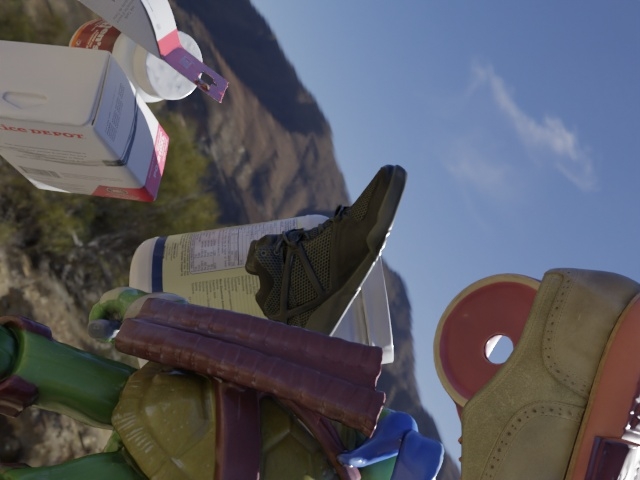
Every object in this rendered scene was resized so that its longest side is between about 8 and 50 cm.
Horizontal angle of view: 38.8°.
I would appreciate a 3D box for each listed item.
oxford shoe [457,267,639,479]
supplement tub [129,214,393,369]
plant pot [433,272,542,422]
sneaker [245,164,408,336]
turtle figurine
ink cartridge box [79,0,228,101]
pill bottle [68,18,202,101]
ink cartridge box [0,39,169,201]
[{"bbox_3d":[0.149,0.183,0.643,0.130,0.348,0.123,23,-7,46],"label":"oxford shoe"},{"bbox_3d":[-0.076,0.091,1.237,0.235,0.324,0.236,-8,90,-89],"label":"supplement tub"},{"bbox_3d":[0.201,0.119,0.849,0.180,0.201,0.201,34,27,-51],"label":"plant pot"},{"bbox_3d":[0.000,0.000,0.986,0.130,0.228,0.087,31,19,-2],"label":"sneaker"},{"bbox_3d":[-0.106,0.119,0.448,0.274,0.266,0.198,-2,-104,58],"label":"turtle figurine"},{"bbox_3d":[-0.188,-0.255,1.038,0.224,0.056,0.181,34,13,-12],"label":"ink cartridge box"},{"bbox_3d":[-0.284,-0.275,1.389,0.221,0.121,0.121,16,-49,46],"label":"pill bottle"},{"bbox_3d":[-0.304,-0.139,1.102,0.237,0.171,0.100,70,29,-71],"label":"ink cartridge box"}]
